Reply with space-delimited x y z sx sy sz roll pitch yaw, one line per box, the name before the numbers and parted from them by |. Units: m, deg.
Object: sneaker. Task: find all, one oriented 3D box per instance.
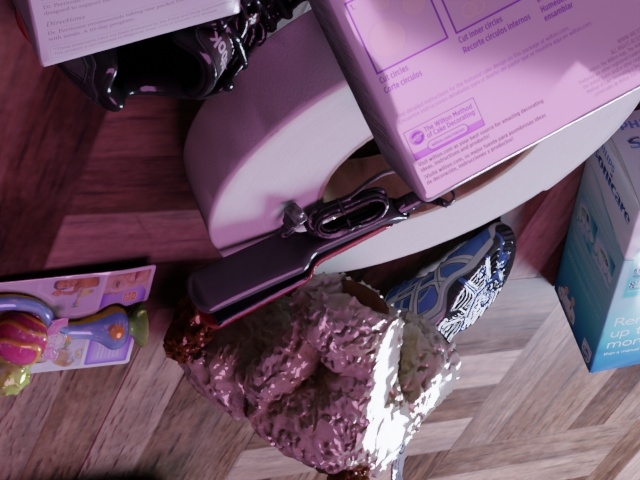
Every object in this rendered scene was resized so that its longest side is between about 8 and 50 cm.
sneaker | -0.063 -0.167 1.035 0.276 0.135 0.097 -22 145 -12
sneaker | 0.114 0.058 1.530 0.211 0.081 0.080 -48 145 -4

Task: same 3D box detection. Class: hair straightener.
hair straightener | 0.000 0.000 1.206 0.230 0.047 0.089 -22 158 0

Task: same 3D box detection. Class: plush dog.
plush dog | -0.028 0.126 1.389 0.262 0.225 0.210 29 84 -61

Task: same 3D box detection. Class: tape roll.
tape roll | 0.081 -0.094 1.231 0.392 0.072 0.392 -19 157 -8

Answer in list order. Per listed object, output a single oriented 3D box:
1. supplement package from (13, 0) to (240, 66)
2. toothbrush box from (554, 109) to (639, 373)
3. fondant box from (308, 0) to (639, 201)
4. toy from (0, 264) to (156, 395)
supplement package | -0.132 -0.244 0.872 0.134 0.139 0.244 -18 146 -14
toothbrush box | 0.381 -0.008 1.566 0.216 0.126 0.295 -10 143 -10
fondant box | 0.094 -0.225 0.961 0.238 0.096 0.330 -28 114 -3
toy | -0.259 0.092 1.309 0.237 0.056 0.137 -8 140 -29
